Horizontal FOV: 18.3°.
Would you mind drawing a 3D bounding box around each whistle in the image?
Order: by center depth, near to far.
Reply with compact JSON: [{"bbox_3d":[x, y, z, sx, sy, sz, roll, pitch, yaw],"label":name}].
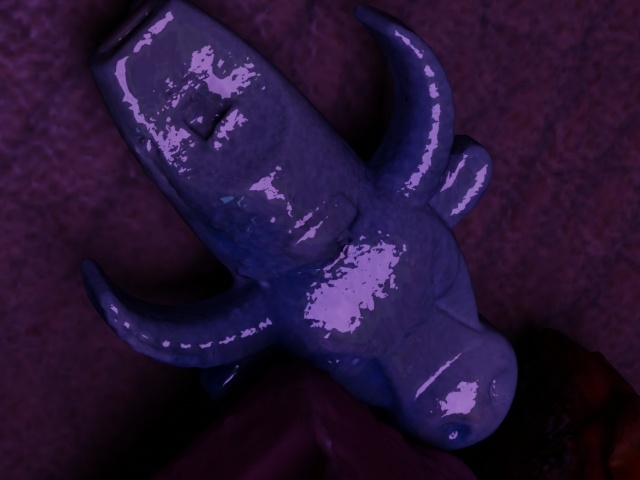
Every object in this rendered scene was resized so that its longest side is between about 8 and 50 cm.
[{"bbox_3d":[0.000,0.000,0.861,0.180,0.093,0.269,-44,120,-1],"label":"whistle"}]

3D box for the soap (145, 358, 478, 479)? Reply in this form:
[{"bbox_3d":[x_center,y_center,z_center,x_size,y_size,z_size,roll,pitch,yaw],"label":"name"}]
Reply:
[{"bbox_3d":[-0.073,0.247,0.813,0.359,0.233,0.128,-43,124,18],"label":"soap"}]

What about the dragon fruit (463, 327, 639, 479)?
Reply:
[{"bbox_3d":[0.135,0.218,0.892,0.205,0.152,0.317,33,76,-19],"label":"dragon fruit"}]
